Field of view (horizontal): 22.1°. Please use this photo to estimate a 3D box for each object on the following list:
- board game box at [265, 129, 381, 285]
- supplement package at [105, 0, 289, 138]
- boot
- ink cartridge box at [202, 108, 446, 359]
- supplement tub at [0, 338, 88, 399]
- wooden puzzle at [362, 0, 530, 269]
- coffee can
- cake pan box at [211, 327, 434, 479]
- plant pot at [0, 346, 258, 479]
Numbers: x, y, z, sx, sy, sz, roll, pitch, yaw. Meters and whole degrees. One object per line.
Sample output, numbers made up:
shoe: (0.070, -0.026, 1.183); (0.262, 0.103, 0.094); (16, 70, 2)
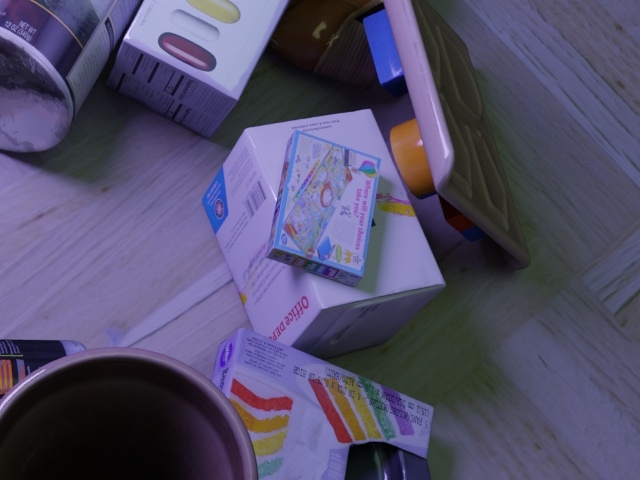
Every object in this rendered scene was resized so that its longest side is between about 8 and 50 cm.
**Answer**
board game box: (0.005, -0.036, 1.762); (0.103, 0.026, 0.154); (18, 57, -13)
supplement package: (-0.118, -0.280, 1.900); (0.145, 0.204, 0.262); (27, 76, -8)
boot: (0.001, -0.337, 2.111); (0.220, 0.109, 0.283); (24, 62, -6)
ink cartridge box: (0.000, 0.000, 1.862); (0.168, 0.171, 0.232); (-11, 68, -29)
supplement tub: (-0.331, 0.157, 1.655); (0.190, 0.117, 0.117); (3, 62, -23)
wooden puzzle: (0.139, -0.147, 1.964); (0.080, 0.348, 0.322); (-20, 65, 14)
coffee can: (-0.317, -0.265, 1.849); (0.201, 0.201, 0.275); (28, 55, -8)
cake pan box: (-0.007, 0.252, 1.765); (0.267, 0.070, 0.245); (26, 56, -19)
plant pot: (-0.204, 0.264, 1.570); (0.263, 0.229, 0.263); (5, 62, -10)
